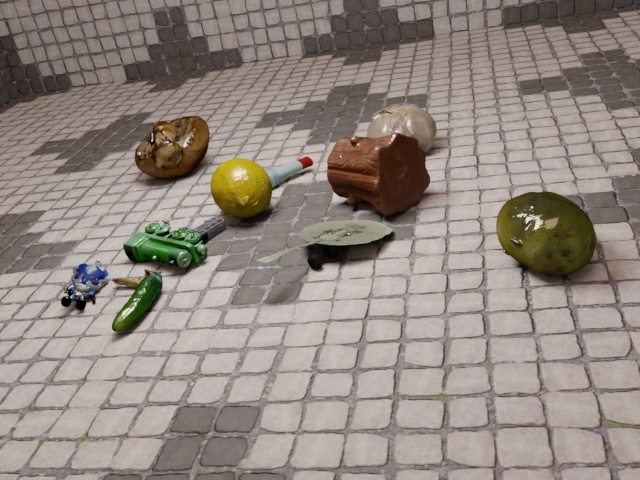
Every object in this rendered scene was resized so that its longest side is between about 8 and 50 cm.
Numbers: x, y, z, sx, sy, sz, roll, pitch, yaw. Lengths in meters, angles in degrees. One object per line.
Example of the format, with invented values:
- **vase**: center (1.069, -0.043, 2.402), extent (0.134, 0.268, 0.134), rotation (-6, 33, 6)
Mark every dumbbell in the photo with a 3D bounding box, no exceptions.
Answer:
- **dumbbell**: center (0.007, 0.037, 1.767), extent (0.040, 0.036, 0.083), rotation (13, 36, 43)

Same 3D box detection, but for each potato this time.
- **potato**: center (0.486, -0.023, 1.580), extent (0.197, 0.148, 0.228), rotation (-19, 27, 18)

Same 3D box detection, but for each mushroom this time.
- **mushroom**: center (-0.502, -0.312, 2.459), extent (0.264, 0.195, 0.283), rotation (-14, 10, 12)

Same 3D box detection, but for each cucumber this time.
- **cucumber**: center (-0.423, 0.137, 1.727), extent (0.056, 0.056, 0.250), rotation (-3, 31, 16)

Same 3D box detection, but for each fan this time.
- **fan**: center (0.000, 0.001, 1.780), extent (0.233, 0.012, 0.415), rotation (11, 21, 43)

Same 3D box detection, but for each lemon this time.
- **lemon**: center (-0.225, -0.147, 2.065), extent (0.174, 0.173, 0.206), rotation (-16, 36, -9)

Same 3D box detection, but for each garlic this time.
- **garlic**: center (0.251, -0.348, 2.281), extent (0.228, 0.152, 0.228), rotation (-4, 27, 2)

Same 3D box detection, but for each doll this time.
- **doll**: center (-0.596, 0.107, 1.846), extent (0.096, 0.070, 0.195), rotation (19, 31, -7)

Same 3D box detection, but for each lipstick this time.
- **lipstick**: center (-0.144, -0.200, 2.249), extent (0.274, 0.061, 0.068), rotation (-26, 28, -25)

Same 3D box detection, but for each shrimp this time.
- **shrimp**: center (-0.473, 0.096, 1.861), extent (0.114, 0.023, 0.083), rotation (0, 26, 11)

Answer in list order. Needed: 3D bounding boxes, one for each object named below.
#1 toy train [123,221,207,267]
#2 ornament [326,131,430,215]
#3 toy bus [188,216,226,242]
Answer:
- **toy train**: center (-0.410, 0.018, 1.928), extent (0.251, 0.085, 0.119), rotation (11, 40, 40)
- **ornament**: center (0.147, -0.184, 1.980), extent (0.235, 0.221, 0.218), rotation (20, -3, -42)
- **toy bus**: center (-0.320, -0.022, 2.012), extent (0.052, 0.036, 0.131), rotation (16, 37, 34)
